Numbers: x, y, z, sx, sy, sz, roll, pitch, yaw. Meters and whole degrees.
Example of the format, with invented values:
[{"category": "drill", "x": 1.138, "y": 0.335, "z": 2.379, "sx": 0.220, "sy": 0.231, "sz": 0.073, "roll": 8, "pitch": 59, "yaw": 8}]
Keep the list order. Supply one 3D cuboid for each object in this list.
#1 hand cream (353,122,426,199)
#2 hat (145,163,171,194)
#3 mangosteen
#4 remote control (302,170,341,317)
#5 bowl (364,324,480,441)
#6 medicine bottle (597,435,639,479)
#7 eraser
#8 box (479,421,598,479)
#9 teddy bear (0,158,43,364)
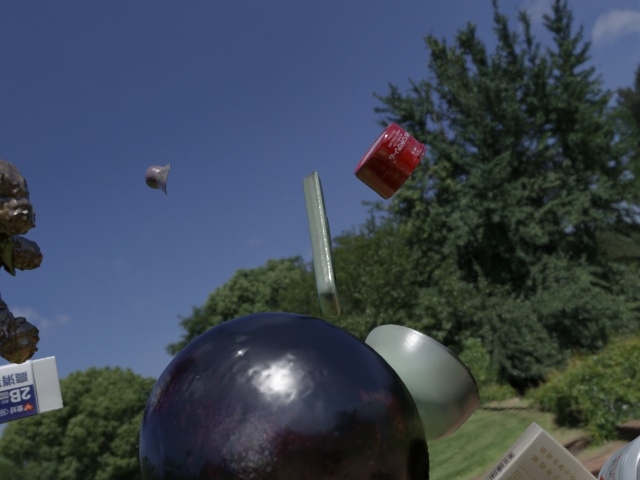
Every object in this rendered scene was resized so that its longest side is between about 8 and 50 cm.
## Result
[{"category": "hand cream", "x": 0.193, "y": -0.223, "z": 1.801, "sx": 0.193, "sy": 0.125, "sz": 0.193, "roll": -54, "pitch": 7, "yaw": 9}, {"category": "hat", "x": -0.304, "y": -0.118, "z": 1.192, "sx": 0.042, "sy": 0.058, "sz": 0.087, "roll": 7, "pitch": 7, "yaw": -20}, {"category": "mangosteen", "x": -0.075, "y": 0.297, "z": 0.792, "sx": 0.435, "sy": 0.382, "sz": 0.382, "roll": -46, "pitch": 1, "yaw": -35}, {"category": "remote control", "x": 0.000, "y": -0.001, "z": 1.141, "sx": 0.038, "sy": 0.310, "sz": 0.090, "roll": -10, "pitch": -45, "yaw": 1}, {"category": "bowl", "x": 0.229, "y": 0.418, "z": 1.726, "sx": 0.185, "sy": 0.354, "sz": 0.354, "roll": -47, "pitch": 1, "yaw": -35}, {"category": "medicine bottle", "x": 0.639, "y": 0.440, "z": 1.104, "sx": 0.244, "sy": 0.245, "sz": 0.306, "roll": -18, "pitch": -31, "yaw": -11}, {"category": "eraser", "x": -0.684, "y": 0.335, "z": 1.404, "sx": 0.210, "sy": 0.125, "sz": 0.068, "roll": -9, "pitch": -11, "yaw": -27}, {"category": "box", "x": 0.352, "y": 0.431, "z": 1.084, "sx": 0.201, "sy": 0.141, "sz": 0.058, "roll": -49, "pitch": -3, "yaw": -1}, {"category": "teddy bear", "x": -0.518, "y": 0.028, "z": 1.025, "sx": 0.222, "sy": 0.296, "sz": 0.246, "roll": -39, "pitch": -12, "yaw": 5}]
